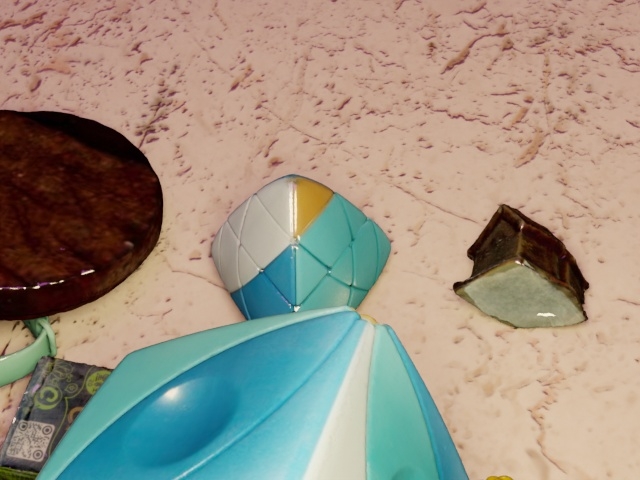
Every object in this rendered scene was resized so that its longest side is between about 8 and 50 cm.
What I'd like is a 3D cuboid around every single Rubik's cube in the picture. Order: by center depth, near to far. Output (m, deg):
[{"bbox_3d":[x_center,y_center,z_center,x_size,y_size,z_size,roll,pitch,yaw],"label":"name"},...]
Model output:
[{"bbox_3d":[-0.061,0.308,1.262,0.352,0.347,0.351,-13,31,26],"label":"Rubik's cube"},{"bbox_3d":[0.000,0.000,1.646,0.254,0.254,0.254,-3,54,4],"label":"Rubik's cube"}]

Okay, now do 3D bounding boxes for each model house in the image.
[{"bbox_3d":[0.281,0.033,1.676,0.165,0.106,0.152,32,43,-15],"label":"model house"}]

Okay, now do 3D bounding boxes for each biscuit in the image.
[{"bbox_3d":[-0.426,-0.038,1.756,0.407,0.091,0.407,4,41,-3],"label":"biscuit"}]

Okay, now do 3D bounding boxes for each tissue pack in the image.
[{"bbox_3d":[-0.275,0.248,1.581,0.235,0.073,0.173,8,56,11],"label":"tissue pack"}]

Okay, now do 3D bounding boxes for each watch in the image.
[{"bbox_3d":[-0.473,0.120,1.684,0.237,0.068,0.195,18,44,17],"label":"watch"}]

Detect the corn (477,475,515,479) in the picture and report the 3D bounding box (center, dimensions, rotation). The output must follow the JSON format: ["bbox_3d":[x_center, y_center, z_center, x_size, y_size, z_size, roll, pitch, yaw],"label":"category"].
[{"bbox_3d":[0.213,0.428,1.369,0.131,0.131,0.344,-8,56,0],"label":"corn"}]
